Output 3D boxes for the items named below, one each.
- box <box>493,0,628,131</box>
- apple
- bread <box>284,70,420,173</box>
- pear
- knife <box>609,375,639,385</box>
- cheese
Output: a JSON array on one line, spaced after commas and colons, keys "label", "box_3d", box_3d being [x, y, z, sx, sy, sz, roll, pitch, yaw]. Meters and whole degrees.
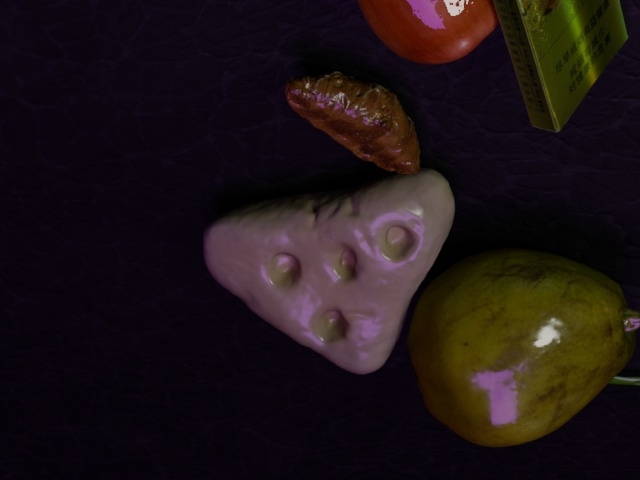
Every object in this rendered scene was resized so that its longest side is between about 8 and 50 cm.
[{"label": "box", "box_3d": [0.257, -0.287, 1.345, 0.043, 0.173, 0.311, 19, 152, 37]}, {"label": "apple", "box_3d": [0.121, -0.299, 1.367, 0.199, 0.199, 0.199, 7, 140, 6]}, {"label": "bread", "box_3d": [0.052, -0.167, 1.608, 0.233, 0.076, 0.105, 29, 150, -30]}, {"label": "pear", "box_3d": [0.299, 0.146, 1.776, 0.375, 0.287, 0.287, -15, 134, 21]}, {"label": "knife", "box_3d": [0.503, 0.223, 2.012, 0.166, 0.022, 0.078, 2, 135, 10]}, {"label": "cheese", "box_3d": [0.000, 0.000, 1.777, 0.328, 0.129, 0.351, 25, 125, 4]}]
